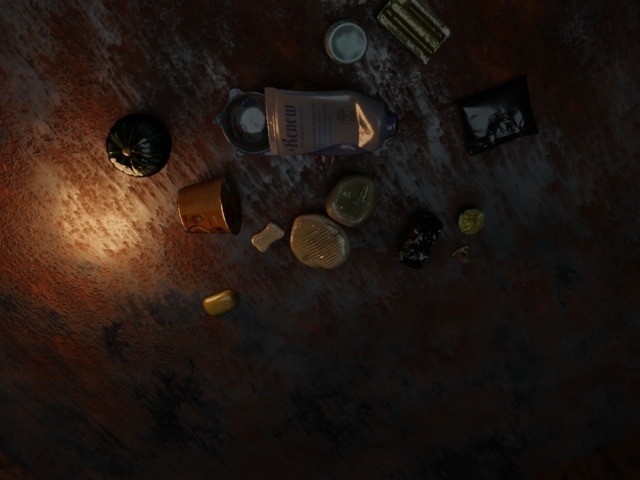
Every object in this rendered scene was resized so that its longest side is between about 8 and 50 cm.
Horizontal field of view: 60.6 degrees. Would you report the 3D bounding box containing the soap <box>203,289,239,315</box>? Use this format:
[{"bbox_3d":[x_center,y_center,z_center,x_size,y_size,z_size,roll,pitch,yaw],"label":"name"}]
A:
[{"bbox_3d":[-0.386,0.246,2.136,0.140,0.045,0.088,-21,118,6],"label":"soap"}]

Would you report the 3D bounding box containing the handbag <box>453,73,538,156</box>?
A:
[{"bbox_3d":[0.606,-0.421,1.875,0.255,0.088,0.211,-20,109,6],"label":"handbag"}]

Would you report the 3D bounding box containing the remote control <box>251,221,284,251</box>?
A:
[{"bbox_3d":[-0.194,-0.015,2.036,0.122,0.032,0.074,-38,111,12],"label":"remote control"}]

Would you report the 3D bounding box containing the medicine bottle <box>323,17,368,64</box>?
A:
[{"bbox_3d":[0.074,-0.622,1.702,0.135,0.168,0.135,-1,114,-3],"label":"medicine bottle"}]

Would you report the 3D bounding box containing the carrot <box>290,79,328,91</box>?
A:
[{"bbox_3d":[0.036,-0.431,1.822,0.302,0.114,0.114,23,111,-17],"label":"carrot"}]

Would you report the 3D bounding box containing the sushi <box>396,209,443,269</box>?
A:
[{"bbox_3d":[0.355,-0.006,2.030,0.115,0.147,0.212,27,93,-9],"label":"sushi"}]

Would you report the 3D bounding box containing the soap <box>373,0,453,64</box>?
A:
[{"bbox_3d":[0.293,-0.686,1.739,0.233,0.076,0.135,35,107,-19],"label":"soap"}]

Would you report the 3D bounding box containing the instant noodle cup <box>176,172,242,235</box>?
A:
[{"bbox_3d":[-0.382,-0.115,1.892,0.173,0.215,0.215,-7,115,9],"label":"instant noodle cup"}]

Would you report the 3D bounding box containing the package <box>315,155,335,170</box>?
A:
[{"bbox_3d":[0.010,-0.301,1.919,0.077,0.033,0.110,-15,110,14],"label":"package"}]

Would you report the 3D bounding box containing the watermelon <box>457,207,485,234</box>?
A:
[{"bbox_3d":[0.555,-0.077,2.042,0.106,0.062,0.105,-3,109,-8],"label":"watermelon"}]

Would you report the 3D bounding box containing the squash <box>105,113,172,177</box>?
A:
[{"bbox_3d":[-0.595,-0.311,1.798,0.218,0.172,0.218,1,119,2],"label":"squash"}]

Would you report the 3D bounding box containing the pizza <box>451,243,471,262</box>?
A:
[{"bbox_3d":[0.560,0.058,2.124,0.083,0.025,0.078,-34,110,11],"label":"pizza"}]

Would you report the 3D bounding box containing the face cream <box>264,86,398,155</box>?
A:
[{"bbox_3d":[0.037,-0.375,1.747,0.421,0.137,0.234,3,127,8],"label":"face cream"}]

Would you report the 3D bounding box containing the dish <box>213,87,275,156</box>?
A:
[{"bbox_3d":[-0.237,-0.399,1.829,0.228,0.086,0.236,-6,115,0],"label":"dish"}]

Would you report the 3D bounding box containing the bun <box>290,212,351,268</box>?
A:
[{"bbox_3d":[0.000,0.000,2.010,0.237,0.116,0.210,47,113,2],"label":"bun"}]

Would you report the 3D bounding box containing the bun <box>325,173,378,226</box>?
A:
[{"bbox_3d":[0.111,-0.147,1.947,0.179,0.128,0.193,22,92,-14],"label":"bun"}]
